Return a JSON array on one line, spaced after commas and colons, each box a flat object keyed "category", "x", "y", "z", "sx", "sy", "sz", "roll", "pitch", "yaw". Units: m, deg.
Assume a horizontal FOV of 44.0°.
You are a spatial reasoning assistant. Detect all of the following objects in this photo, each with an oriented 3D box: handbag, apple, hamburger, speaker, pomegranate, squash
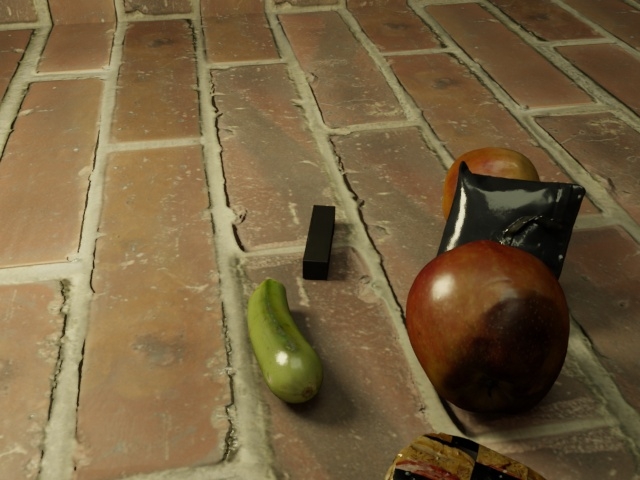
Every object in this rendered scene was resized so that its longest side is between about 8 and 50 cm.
[{"category": "handbag", "x": 0.291, "y": 0.012, "z": 1.256, "sx": 0.211, "sy": 0.254, "sz": 0.088, "roll": 14, "pitch": -9, "yaw": 19}, {"category": "apple", "x": 0.223, "y": 0.119, "z": 1.057, "sx": 0.230, "sy": 0.230, "sz": 0.230, "roll": -1, "pitch": 32, "yaw": 0}, {"category": "hamburger", "x": 0.159, "y": 0.317, "z": 0.854, "sx": 0.231, "sy": 0.107, "sz": 0.231, "roll": 6, "pitch": 31, "yaw": -4}, {"category": "speaker", "x": 0.000, "y": 0.000, "z": 1.417, "sx": 0.046, "sy": 0.040, "sz": 0.191, "roll": 3, "pitch": 32, "yaw": 4}, {"category": "pomegranate", "x": 0.308, "y": -0.073, "z": 1.404, "sx": 0.191, "sy": 0.191, "sz": 0.191, "roll": -1, "pitch": 32, "yaw": 0}, {"category": "squash", "x": -0.058, "y": 0.146, "z": 1.156, "sx": 0.083, "sy": 0.083, "sz": 0.250, "roll": -9, "pitch": 30, "yaw": -13}]
